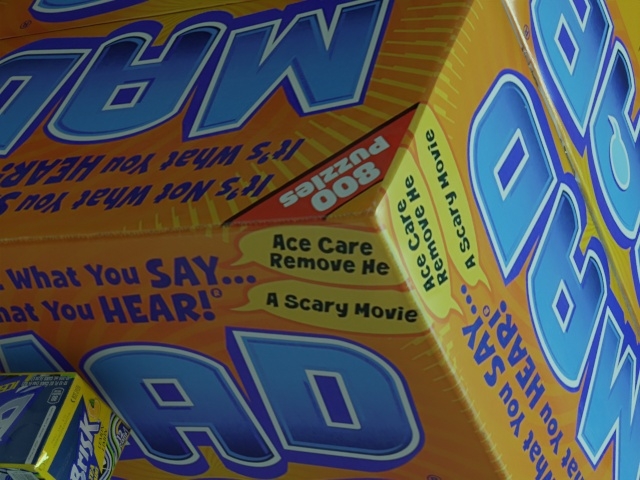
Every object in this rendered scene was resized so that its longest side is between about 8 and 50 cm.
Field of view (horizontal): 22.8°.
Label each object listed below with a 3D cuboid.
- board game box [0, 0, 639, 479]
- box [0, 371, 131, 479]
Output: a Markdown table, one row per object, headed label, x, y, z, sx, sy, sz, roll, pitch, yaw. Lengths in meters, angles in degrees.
| label | x | y | z | sx | sy | sz | roll | pitch | yaw |
| --- | --- | --- | --- | --- | --- | --- | --- | --- | --- |
| board game box | 0.000 | 0.000 | 0.962 | 0.356 | 0.356 | 0.356 | 61 | 40 | -36 |
| box | -0.186 | 0.107 | 0.829 | 0.054 | 0.169 | 0.059 | 54 | 45 | -41 |
